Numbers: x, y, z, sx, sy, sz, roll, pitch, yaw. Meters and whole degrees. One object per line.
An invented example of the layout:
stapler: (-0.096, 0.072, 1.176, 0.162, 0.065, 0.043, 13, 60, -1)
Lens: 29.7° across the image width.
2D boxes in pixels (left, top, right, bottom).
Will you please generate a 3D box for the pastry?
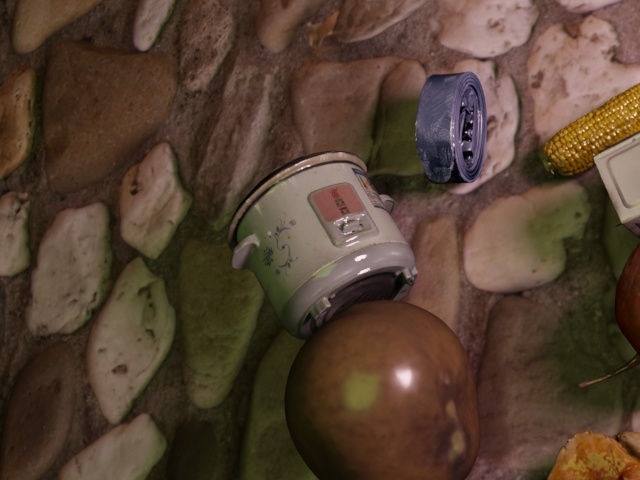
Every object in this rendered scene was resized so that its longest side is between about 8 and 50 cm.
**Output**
pastry: (0.411, 0.381, 1.722, 0.229, 0.100, 0.218, -39, 60, 14)

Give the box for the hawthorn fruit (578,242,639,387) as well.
hawthorn fruit: (0.527, 0.088, 1.678, 0.235, 0.263, 0.231, 16, 62, 0)

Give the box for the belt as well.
belt: (0.213, -0.180, 1.975, 0.082, 0.141, 0.190, -2, 78, 32)

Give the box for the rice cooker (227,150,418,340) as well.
rice cooker: (0.000, 0.000, 1.985, 0.316, 0.264, 0.317, 4, 57, -6)

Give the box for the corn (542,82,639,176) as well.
corn: (0.448, -0.175, 1.872, 0.238, 0.080, 0.080, -33, 62, 20)

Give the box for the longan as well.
longan: (0.096, 0.251, 1.828, 0.318, 0.319, 0.319, -9, 72, 28)

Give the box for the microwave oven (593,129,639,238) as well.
microwave oven: (0.501, -0.084, 1.739, 0.163, 0.205, 0.129, -26, 65, 21)
